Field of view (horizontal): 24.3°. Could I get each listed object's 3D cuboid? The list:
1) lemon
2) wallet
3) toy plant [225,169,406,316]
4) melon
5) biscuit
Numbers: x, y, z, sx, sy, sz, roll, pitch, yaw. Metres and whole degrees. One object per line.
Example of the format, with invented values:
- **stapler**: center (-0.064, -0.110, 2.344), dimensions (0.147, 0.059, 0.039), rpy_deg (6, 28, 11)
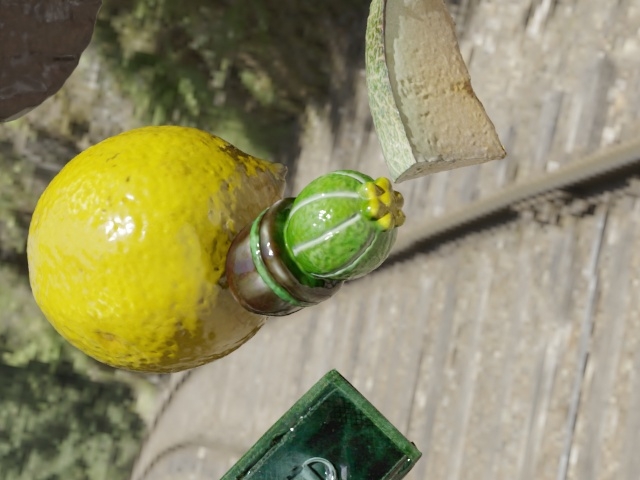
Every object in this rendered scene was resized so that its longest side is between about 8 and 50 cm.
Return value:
- **lemon**: center (-0.153, 0.011, 1.373), dimensions (0.254, 0.228, 0.228), rpy_deg (-17, 51, 36)
- **wallet**: center (-0.012, 0.285, 1.779), dimensions (0.236, 0.160, 0.055), rpy_deg (-45, -15, -9)
- **toy plant**: center (0.000, 0.000, 1.202), dimensions (0.162, 0.093, 0.092), rpy_deg (-29, 39, 36)
- **melon**: center (0.072, -0.137, 1.098), dimensions (0.054, 0.098, 0.182), rpy_deg (-27, 80, 62)
- **biscuit**: center (-0.460, -0.344, 1.871), dimensions (0.091, 0.407, 0.407), rpy_deg (-2, 73, 48)
